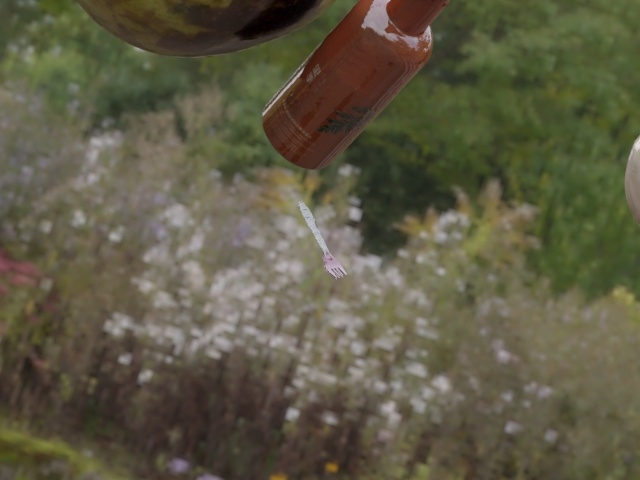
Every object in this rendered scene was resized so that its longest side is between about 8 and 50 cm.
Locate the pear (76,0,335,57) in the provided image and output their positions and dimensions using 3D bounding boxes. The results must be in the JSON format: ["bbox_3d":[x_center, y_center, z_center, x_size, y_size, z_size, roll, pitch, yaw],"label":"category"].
[{"bbox_3d":[-0.095,-0.286,1.372,0.283,0.284,0.283,19,-4,1],"label":"pear"}]

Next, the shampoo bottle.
[{"bbox_3d":[0.040,-0.156,1.352,0.085,0.085,0.244,20,-40,-21],"label":"shampoo bottle"}]

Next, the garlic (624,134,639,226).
[{"bbox_3d":[0.379,-0.039,1.565,0.217,0.228,0.110,-27,0,-44],"label":"garlic"}]

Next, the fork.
[{"bbox_3d":[0.000,0.001,1.550,0.016,0.012,0.115,-11,44,-20],"label":"fork"}]
